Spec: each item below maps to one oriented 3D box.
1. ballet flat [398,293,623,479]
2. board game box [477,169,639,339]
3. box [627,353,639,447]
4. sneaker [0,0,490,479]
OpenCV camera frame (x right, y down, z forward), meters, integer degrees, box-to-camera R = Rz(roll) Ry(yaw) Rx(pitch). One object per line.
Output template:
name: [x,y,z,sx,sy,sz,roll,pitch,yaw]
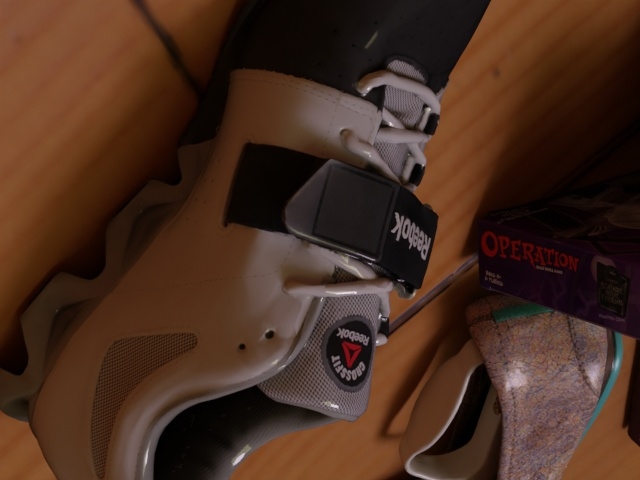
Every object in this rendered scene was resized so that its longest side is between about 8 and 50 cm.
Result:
ballet flat: [0.095,0.151,0.986,0.106,0.107,0.316,-2,127,-17]
board game box: [0.285,-0.013,0.885,0.347,0.208,0.056,-16,115,-33]
box: [0.335,0.094,1.077,0.168,0.167,0.203,-29,143,-18]
sneaker: [0.000,0.000,0.674,0.122,0.146,0.330,18,113,-50]
